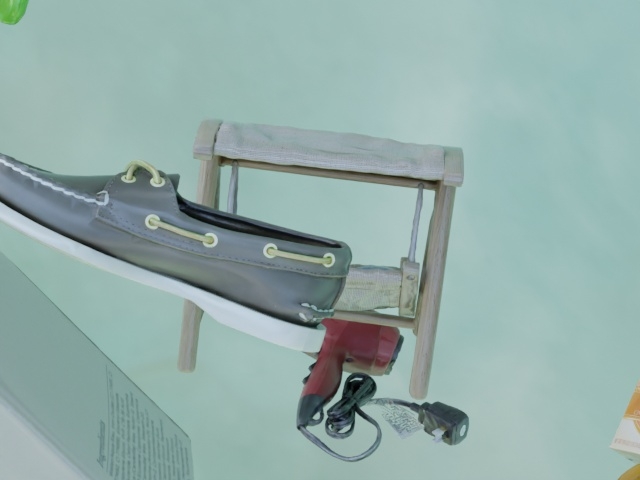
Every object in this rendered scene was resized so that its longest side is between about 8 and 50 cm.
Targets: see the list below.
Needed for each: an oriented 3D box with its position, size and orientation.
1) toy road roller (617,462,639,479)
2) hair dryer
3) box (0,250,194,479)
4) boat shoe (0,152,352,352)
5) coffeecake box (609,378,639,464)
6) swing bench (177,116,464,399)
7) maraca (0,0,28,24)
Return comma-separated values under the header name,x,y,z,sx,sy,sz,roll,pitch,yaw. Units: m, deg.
name,x,y,z,sx,sy,sz,roll,pitch,yaw
toy road roller,0.299,0.335,1.231,0.240,0.202,0.330,-4,80,-25
hair dryer,0.017,0.127,1.733,0.293,0.223,0.080,39,114,37
box,-0.173,0.068,0.732,0.094,0.275,0.113,-33,30,13
boat shoe,-0.123,-0.010,1.217,0.305,0.109,0.091,23,95,-10
coffeecake box,0.367,0.130,1.444,0.142,0.068,0.186,3,64,62
swing bench,0.000,0.000,1.564,0.253,0.165,0.255,7,113,1
maraca,-0.145,-0.190,0.756,0.127,0.099,0.186,44,109,25
